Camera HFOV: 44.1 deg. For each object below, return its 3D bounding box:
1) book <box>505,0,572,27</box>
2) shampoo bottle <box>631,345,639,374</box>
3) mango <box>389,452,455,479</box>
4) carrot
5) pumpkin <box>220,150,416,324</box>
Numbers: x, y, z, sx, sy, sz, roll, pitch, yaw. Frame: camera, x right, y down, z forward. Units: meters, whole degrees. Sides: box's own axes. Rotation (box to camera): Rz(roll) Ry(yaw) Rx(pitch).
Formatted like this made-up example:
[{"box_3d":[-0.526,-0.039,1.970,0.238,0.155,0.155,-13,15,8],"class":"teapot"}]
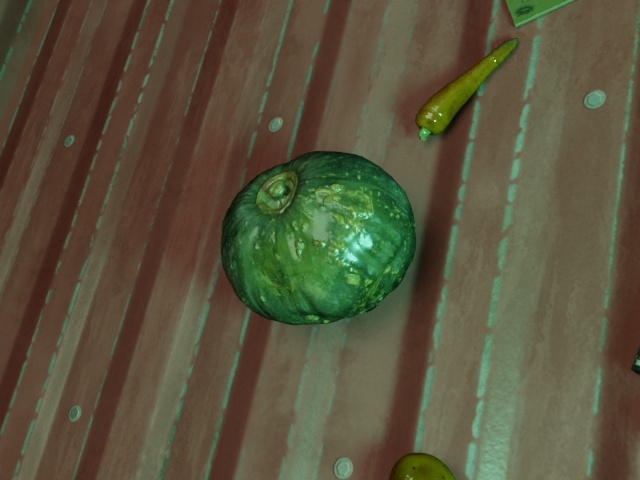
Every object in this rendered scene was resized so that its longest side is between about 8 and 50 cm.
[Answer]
[{"box_3d":[0.419,-0.505,1.474,0.167,0.013,0.193,-22,59,22],"class":"book"},{"box_3d":[0.498,0.096,1.103,0.057,0.063,0.208,20,79,26],"class":"shampoo bottle"},{"box_3d":[0.159,0.391,1.165,0.105,0.084,0.160,-26,56,21],"class":"mango"},{"box_3d":[0.263,-0.285,1.444,0.257,0.061,0.061,-47,51,1],"class":"carrot"},{"box_3d":[0.000,0.000,1.347,0.327,0.257,0.292,-4,53,39],"class":"pumpkin"}]
